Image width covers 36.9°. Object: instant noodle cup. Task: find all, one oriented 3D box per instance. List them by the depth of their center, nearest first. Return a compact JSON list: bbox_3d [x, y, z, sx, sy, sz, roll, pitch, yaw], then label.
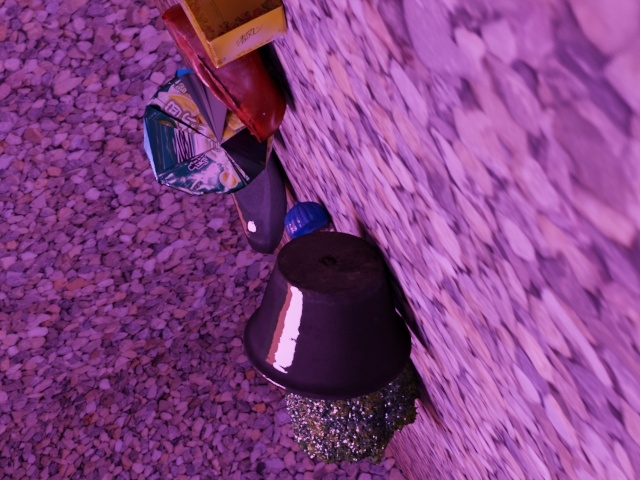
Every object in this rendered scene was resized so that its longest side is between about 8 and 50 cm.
[{"bbox_3d":[-0.201,-0.209,1.748,0.178,0.240,0.240,-109,-7,-73],"label":"instant noodle cup"}]

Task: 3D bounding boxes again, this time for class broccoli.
[{"bbox_3d":[0.058,0.249,1.606,0.269,0.262,0.241,10,167,35],"label":"broccoli"}]

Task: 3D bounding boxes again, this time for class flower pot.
[{"bbox_3d":[0.010,0.082,1.297,0.235,0.235,0.148,-124,27,-49],"label":"flower pot"}]

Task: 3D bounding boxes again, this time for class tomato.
[{"bbox_3d":[-0.120,-0.251,1.352,0.228,0.101,0.228,54,178,3],"label":"tomato"}]

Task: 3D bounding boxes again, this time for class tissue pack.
[{"bbox_3d":[-0.119,-0.297,1.090,0.176,0.095,0.062,61,174,19],"label":"tissue pack"}]

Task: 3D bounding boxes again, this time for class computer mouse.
[{"bbox_3d":[-0.148,-0.154,2.018,0.203,0.114,0.374,84,166,-83],"label":"computer mouse"}]

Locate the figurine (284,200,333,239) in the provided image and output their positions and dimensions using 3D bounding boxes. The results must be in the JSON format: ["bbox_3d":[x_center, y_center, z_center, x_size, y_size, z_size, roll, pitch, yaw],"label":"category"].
[{"bbox_3d":[0.000,0.000,1.623,0.149,0.086,0.087,53,-139,-31],"label":"figurine"}]
